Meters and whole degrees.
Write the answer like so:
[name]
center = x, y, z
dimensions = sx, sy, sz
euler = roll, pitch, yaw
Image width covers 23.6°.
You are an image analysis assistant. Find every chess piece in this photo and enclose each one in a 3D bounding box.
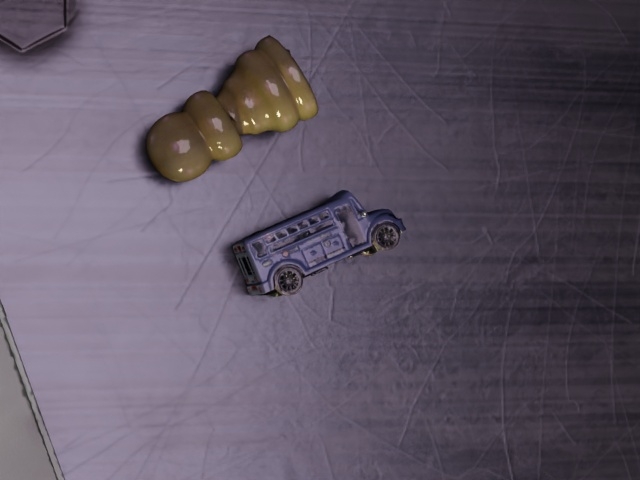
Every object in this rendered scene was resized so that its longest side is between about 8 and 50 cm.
[chess piece]
center = -0.097, -0.123, 1.529
dimensions = 0.170, 0.094, 0.094
euler = -32, 97, -8

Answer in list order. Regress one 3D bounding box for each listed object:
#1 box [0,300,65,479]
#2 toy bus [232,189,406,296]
[box]
center = -0.318, 0.163, 1.366
dimensions = 0.117, 0.225, 0.225
euler = -20, 94, -17
[toy bus]
center = 0.000, 0.000, 1.552
dimensions = 0.167, 0.073, 0.076
euler = -24, 92, -16
